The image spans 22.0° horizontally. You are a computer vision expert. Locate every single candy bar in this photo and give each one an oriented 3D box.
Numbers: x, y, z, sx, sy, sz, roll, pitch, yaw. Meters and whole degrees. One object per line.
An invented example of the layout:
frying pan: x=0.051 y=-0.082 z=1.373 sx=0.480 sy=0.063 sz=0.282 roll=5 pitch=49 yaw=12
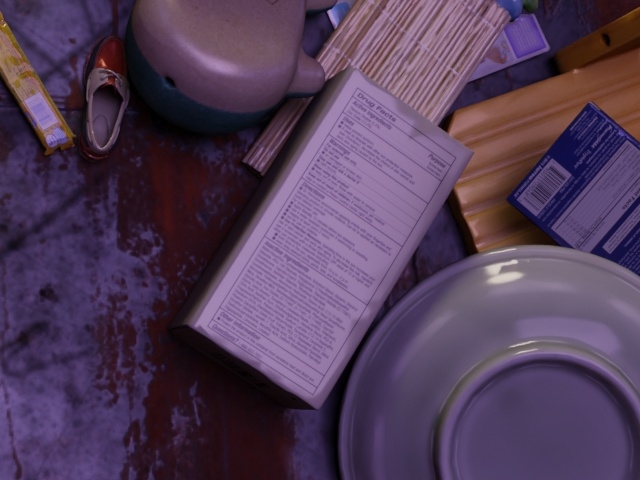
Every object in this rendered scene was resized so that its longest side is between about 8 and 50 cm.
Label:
candy bar: x=-0.298 y=-0.157 z=1.639 sx=0.040 sy=0.018 sz=0.161 roll=-32 pitch=92 yaw=-21

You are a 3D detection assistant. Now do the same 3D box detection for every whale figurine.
whale figurine: x=-0.090 y=-0.210 z=1.689 sx=0.216 sy=0.141 sz=0.272 roll=39 pitch=43 yaw=2

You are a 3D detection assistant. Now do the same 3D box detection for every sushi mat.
sushi mat: x=0.062 y=-0.161 z=1.746 sx=0.151 sy=0.019 sz=0.316 roll=36 pitch=80 yaw=-10

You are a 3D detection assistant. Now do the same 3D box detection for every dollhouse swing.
dollhouse swing: x=0.352 y=-0.069 z=1.747 sx=0.305 sy=0.315 sz=0.347 roll=-18 pitch=86 yaw=-35

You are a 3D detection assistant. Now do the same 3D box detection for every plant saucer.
plant saucer: x=0.218 y=0.206 z=1.638 sx=0.400 sy=0.100 sz=0.400 roll=0 pitch=92 yaw=-2

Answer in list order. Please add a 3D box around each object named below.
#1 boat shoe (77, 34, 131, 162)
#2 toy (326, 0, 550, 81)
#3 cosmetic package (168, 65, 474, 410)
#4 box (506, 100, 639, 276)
boat shoe: x=-0.216 y=-0.146 z=1.656 sx=0.049 sy=0.043 sz=0.137 roll=14 pitch=72 yaw=-16
toy: x=0.139 y=-0.241 z=1.810 sx=0.237 sy=0.056 sz=0.137 roll=-22 pitch=86 yaw=-24
cosmetic package: x=0.000 y=0.000 z=1.648 sx=0.160 sy=0.113 sz=0.309 roll=35 pitch=76 yaw=-11
box: x=0.322 y=-0.021 z=1.707 sx=0.225 sy=0.036 sz=0.136 roll=42 pitch=101 yaw=9
